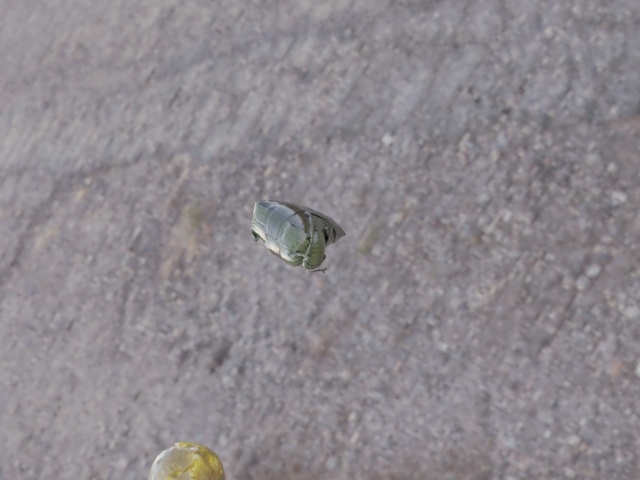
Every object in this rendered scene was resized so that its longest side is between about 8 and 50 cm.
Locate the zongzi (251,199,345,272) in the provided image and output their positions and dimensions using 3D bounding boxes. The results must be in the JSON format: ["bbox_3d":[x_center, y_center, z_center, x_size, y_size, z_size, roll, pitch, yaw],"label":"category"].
[{"bbox_3d":[0.000,0.000,1.292,0.109,0.119,0.055,40,115,55],"label":"zongzi"}]

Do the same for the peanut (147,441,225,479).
[{"bbox_3d":[-0.152,0.296,1.343,0.087,0.087,0.207,-93,15,-54],"label":"peanut"}]
